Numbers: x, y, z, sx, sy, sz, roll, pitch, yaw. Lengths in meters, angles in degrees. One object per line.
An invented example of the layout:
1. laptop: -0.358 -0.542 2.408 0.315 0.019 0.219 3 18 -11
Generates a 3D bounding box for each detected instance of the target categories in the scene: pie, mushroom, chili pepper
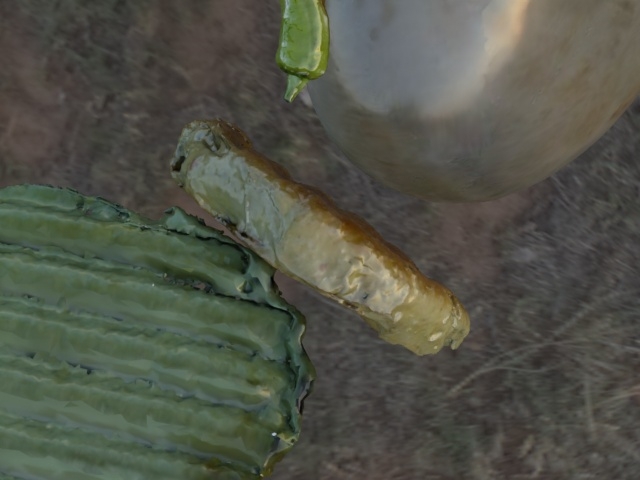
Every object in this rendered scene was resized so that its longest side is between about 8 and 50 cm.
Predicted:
1. pie: 0.000 0.000 1.438 0.339 0.339 0.083 38 91 18
2. mushroom: 0.125 -0.215 1.286 0.294 0.362 0.362 38 98 39
3. chili pepper: -0.025 -0.202 1.062 0.043 0.049 0.208 -10 81 -15

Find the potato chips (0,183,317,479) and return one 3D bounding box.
1. potato chips: -0.223 0.125 1.350 0.429 0.070 0.359 13 73 5
